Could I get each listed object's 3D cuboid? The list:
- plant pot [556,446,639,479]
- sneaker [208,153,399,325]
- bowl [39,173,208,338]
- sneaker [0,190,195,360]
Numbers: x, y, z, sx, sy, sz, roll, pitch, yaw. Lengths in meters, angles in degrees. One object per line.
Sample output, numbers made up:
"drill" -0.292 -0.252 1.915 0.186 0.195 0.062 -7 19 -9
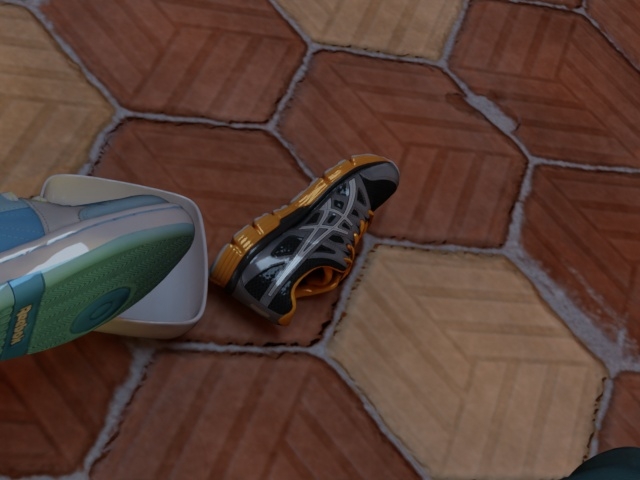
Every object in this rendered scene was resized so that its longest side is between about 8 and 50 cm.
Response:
"plant pot" 0.069 0.314 0.818 0.334 0.341 0.341 -6 54 -20
"sneaker" 0.000 0.000 1.212 0.083 0.084 0.215 45 57 12
"bowl" -0.165 0.021 1.129 0.142 0.053 0.142 10 48 -18
"sneaker" -0.253 -0.020 0.947 0.319 0.127 0.208 -20 65 -39
